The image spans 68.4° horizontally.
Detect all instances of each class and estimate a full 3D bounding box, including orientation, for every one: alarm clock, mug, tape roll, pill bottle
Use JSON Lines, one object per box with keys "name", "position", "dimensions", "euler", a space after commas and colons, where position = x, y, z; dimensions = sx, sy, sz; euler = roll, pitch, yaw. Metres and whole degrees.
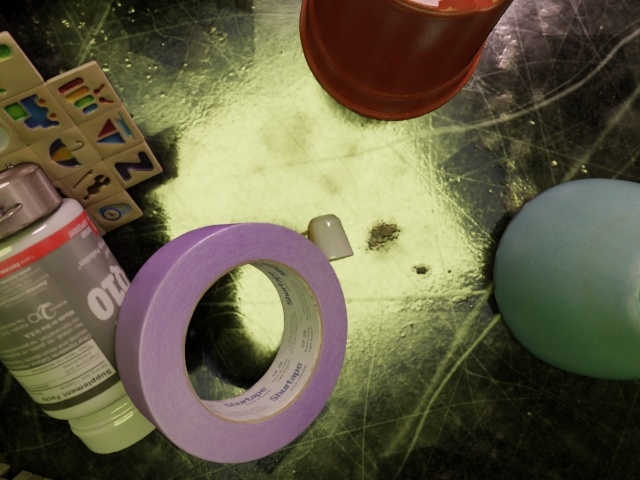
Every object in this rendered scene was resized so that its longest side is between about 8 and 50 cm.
{"name": "alarm clock", "position": [-0.327, -0.032, 0.465], "dimensions": [0.129, 0.192, 0.064], "euler": [-38, 120, -31]}
{"name": "mug", "position": [0.003, -0.001, 0.663], "dimensions": [0.078, 0.062, 0.064], "euler": [-12, 85, -10]}
{"name": "tape roll", "position": [-0.096, 0.115, 0.576], "dimensions": [0.275, 0.090, 0.275], "euler": [0, 91, -39]}
{"name": "pill bottle", "position": [-0.296, 0.107, 0.573], "dimensions": [0.161, 0.161, 0.283], "euler": [-24, 114, -1]}

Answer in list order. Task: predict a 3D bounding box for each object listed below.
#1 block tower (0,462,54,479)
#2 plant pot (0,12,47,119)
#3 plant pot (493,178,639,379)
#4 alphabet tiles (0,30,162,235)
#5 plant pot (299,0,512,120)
{"name": "block tower", "position": [-0.445, 0.375, 0.643], "dimensions": [0.335, 0.091, 0.097], "euler": [18, 90, -3]}
{"name": "plant pot", "position": [-0.438, -0.189, 0.586], "dimensions": [0.187, 0.167, 0.188], "euler": [-33, 94, -1]}
{"name": "plant pot", "position": [0.405, 0.057, 0.611], "dimensions": [0.290, 0.195, 0.290], "euler": [0, 93, -2]}
{"name": "alphabet tiles", "position": [-0.378, -0.068, 0.549], "dimensions": [0.342, 0.285, 0.011], "euler": [-27, 55, -8]}
{"name": "plant pot", "position": [0.108, -0.306, 0.552], "dimensions": [0.272, 0.265, 0.272], "euler": [0, 92, -2]}
